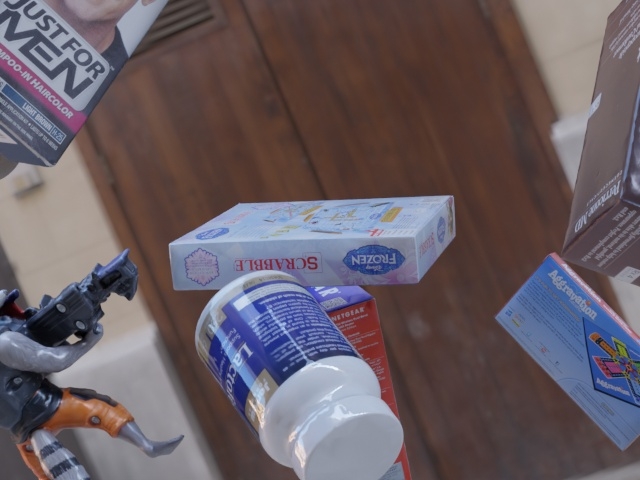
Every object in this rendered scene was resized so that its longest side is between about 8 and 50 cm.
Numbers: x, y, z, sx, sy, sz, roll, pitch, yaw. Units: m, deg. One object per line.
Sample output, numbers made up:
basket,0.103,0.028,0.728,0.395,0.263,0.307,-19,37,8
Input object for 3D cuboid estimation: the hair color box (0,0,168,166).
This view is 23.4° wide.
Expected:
hair color box,-0.271,-0.268,1.643,0.105,0.174,0.347,11,64,50

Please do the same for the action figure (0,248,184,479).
action figure,-0.326,0.170,1.870,0.341,0.330,0.178,-45,0,32

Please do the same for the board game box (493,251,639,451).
board game box,0.403,0.166,2.322,0.027,0.281,0.145,-17,-30,-56

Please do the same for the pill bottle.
pill bottle,-0.024,0.163,1.762,0.153,0.153,0.265,-24,43,-17

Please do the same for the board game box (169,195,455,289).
board game box,0.000,0.000,2.052,0.318,0.066,0.318,-2,10,14

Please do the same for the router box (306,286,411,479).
router box,0.015,0.192,2.379,0.082,0.301,0.335,-17,18,-15

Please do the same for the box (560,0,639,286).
box,0.423,-0.153,1.926,0.143,0.381,0.191,17,-27,-8

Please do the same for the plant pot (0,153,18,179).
plant pot,-0.640,-0.192,2.682,0.263,0.263,0.229,-22,-17,23
